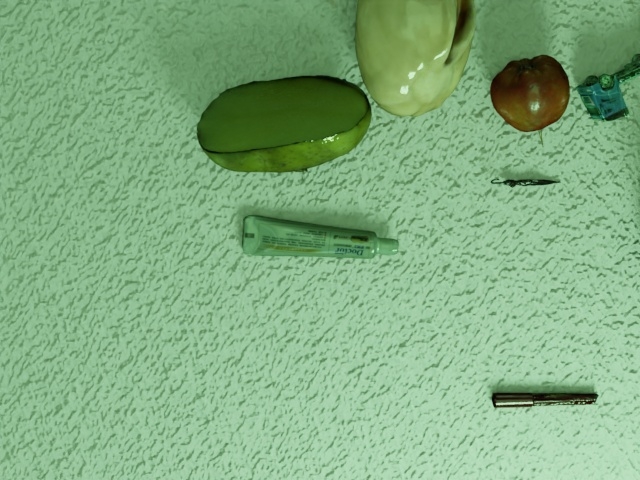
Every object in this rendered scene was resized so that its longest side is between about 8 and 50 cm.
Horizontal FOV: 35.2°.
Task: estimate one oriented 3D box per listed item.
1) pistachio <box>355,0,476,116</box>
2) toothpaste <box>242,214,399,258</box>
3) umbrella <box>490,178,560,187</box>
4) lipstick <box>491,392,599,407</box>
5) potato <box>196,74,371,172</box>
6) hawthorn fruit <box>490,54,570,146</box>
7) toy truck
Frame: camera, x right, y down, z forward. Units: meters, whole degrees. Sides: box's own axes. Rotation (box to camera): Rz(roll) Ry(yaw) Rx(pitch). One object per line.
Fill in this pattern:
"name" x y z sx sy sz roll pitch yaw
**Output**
"pistachio" 0.140 -0.351 1.554 0.193 0.214 0.318 4 83 -46
"toothpaste" 0.000 0.000 1.642 0.255 0.037 0.067 4 100 0
"umbrella" 0.337 -0.096 1.660 0.122 0.022 0.013 1 68 -13
"lipstick" 0.376 0.266 1.684 0.176 0.027 0.027 0 94 -4
"potato" -0.052 -0.167 1.588 0.272 0.160 0.111 -10 137 1
"hawthorn fruit" 0.336 -0.233 1.606 0.125 0.140 0.125 -10 63 19
"toy truck" 0.510 -0.255 1.634 0.175 0.067 0.081 -25 101 -4
